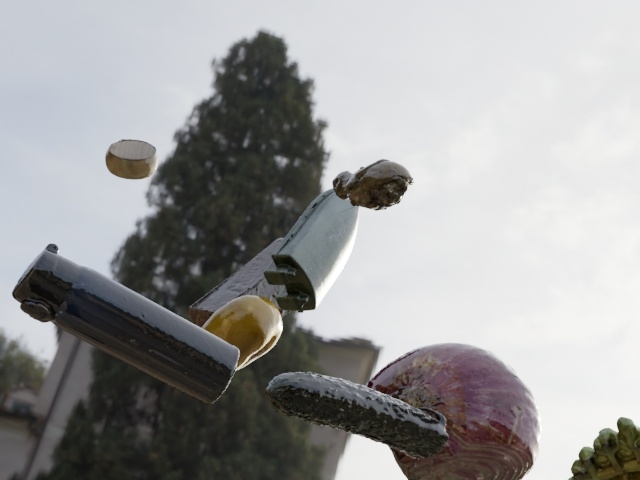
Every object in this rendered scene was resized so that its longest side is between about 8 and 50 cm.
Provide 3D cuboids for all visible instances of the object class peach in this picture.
[{"bbox_3d":[-0.145,0.166,2.073,0.103,0.179,0.179,48,-33,9],"label":"peach"}]

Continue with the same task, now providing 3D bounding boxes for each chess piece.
[{"bbox_3d":[-0.298,-0.128,1.887,0.084,0.083,0.038,12,-58,4],"label":"chess piece"}]

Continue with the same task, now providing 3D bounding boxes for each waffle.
[{"bbox_3d":[0.421,0.317,1.534,0.204,0.054,0.223,18,-47,2],"label":"waffle"}]

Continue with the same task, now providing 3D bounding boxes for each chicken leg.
[{"bbox_3d":[0.064,-0.083,1.773,0.069,0.085,0.198,41,-13,-20],"label":"chicken leg"}]

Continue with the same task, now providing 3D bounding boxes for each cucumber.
[{"bbox_3d":[0.035,0.191,1.362,0.245,0.067,0.067,24,-32,-31],"label":"cucumber"}]

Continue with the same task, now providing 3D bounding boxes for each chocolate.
[{"bbox_3d":[-0.125,0.106,2.384,0.112,0.321,0.112,6,-59,41],"label":"chocolate"}]

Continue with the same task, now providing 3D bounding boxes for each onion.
[{"bbox_3d":[0.199,0.266,1.773,0.230,0.256,0.272,-39,-23,3],"label":"onion"}]

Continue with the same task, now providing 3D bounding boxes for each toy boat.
[{"bbox_3d":[0.000,0.000,2.316,0.092,0.319,0.141,-2,-54,34],"label":"toy boat"}]

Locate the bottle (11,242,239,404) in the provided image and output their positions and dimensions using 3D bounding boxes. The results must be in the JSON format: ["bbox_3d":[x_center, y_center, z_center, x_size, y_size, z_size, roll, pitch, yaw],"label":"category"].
[{"bbox_3d":[-0.206,0.092,1.264,0.244,0.082,0.072,32,-38,-17],"label":"bottle"}]
